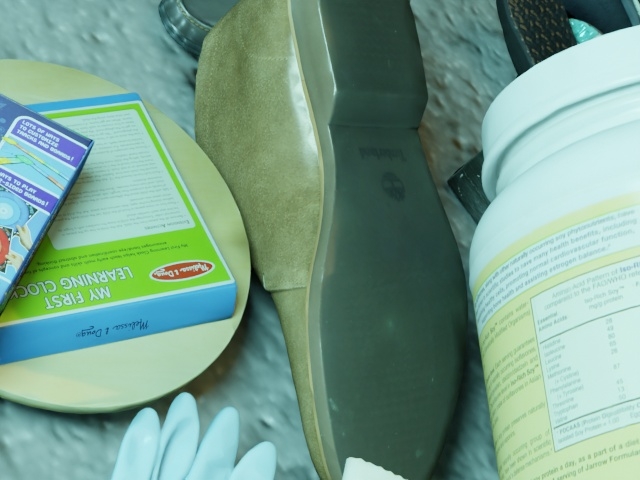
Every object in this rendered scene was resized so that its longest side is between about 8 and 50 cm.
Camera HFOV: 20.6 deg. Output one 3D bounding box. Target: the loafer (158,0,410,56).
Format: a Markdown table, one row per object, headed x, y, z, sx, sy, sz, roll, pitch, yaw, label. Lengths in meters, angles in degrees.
| x | y | z | sx | sy | sz | roll | pitch | yaw | label |
| --- | --- | --- | --- | --- | --- | --- | --- | --- | --- |
| -0.020 | -0.141 | 1.063 | 0.170 | 0.061 | 0.062 | -5 | 62 | -42 | loafer |

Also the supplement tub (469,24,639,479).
| x | y | z | sx | sy | sz | roll | pitch | yaw | label |
| --- | --- | --- | --- | --- | --- | --- | --- | --- | --- |
| 0.205 | 0.078 | 0.903 | 0.241 | 0.241 | 0.331 | 10 | 63 | -35 | supplement tub |

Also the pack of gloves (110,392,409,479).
| x | y | z | sx | sy | sz | roll | pitch | yaw | label |
| --- | --- | --- | --- | --- | --- | --- | --- | --- | --- |
| -0.033 | 0.196 | 0.806 | 0.195 | 0.046 | 0.232 | 30 | 53 | -19 | pack of gloves |

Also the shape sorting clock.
| x | y | z | sx | sy | sz | roll | pitch | yaw | label |
| --- | --- | --- | --- | --- | --- | --- | --- | --- | --- |
| -0.132 | -0.005 | 0.872 | 0.206 | 0.040 | 0.206 | 15 | 47 | -17 | shape sorting clock |

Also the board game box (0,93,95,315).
| x | y | z | sx | sy | sz | roll | pitch | yaw | label |
| --- | --- | --- | --- | --- | --- | --- | --- | --- | --- |
| -0.220 | -0.040 | 0.799 | 0.201 | 0.035 | 0.136 | 28 | 45 | -5 | board game box |

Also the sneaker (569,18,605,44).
| x | y | z | sx | sy | sz | roll | pitch | yaw | label |
| --- | --- | --- | --- | --- | --- | --- | --- | --- | --- |
| 0.215 | -0.082 | 1.230 | 0.166 | 0.065 | 0.076 | 57 | 25 | 8 | sneaker |

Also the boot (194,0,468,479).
| x | y | z | sx | sy | sz | roll | pitch | yaw | label |
| --- | --- | --- | --- | --- | --- | --- | --- | --- | --- |
| 0.000 | 0.000 | 0.951 | 0.112 | 0.115 | 0.305 | 10 | 69 | -48 | boot |

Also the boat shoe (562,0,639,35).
| x | y | z | sx | sy | sz | roll | pitch | yaw | label |
| --- | --- | --- | --- | --- | --- | --- | --- | --- | --- |
| 0.148 | -0.220 | 1.252 | 0.254 | 0.095 | 0.079 | 49 | 28 | -11 | boat shoe |

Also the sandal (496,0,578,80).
| x | y | z | sx | sy | sz | roll | pitch | yaw | label |
| --- | --- | --- | --- | --- | --- | --- | --- | --- | --- |
| 0.156 | -0.092 | 1.184 | 0.067 | 0.040 | 0.179 | -3 | 69 | -31 | sandal |

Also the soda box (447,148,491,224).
| x | y | z | sx | sy | sz | roll | pitch | yaw | label |
| --- | --- | --- | --- | --- | --- | --- | --- | --- | --- |
| 0.156 | 0.009 | 1.092 | 0.053 | 0.060 | 0.169 | -24 | 76 | -47 | soda box |
